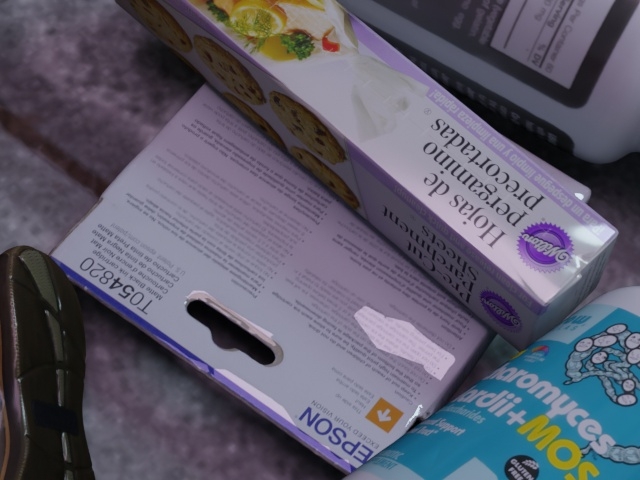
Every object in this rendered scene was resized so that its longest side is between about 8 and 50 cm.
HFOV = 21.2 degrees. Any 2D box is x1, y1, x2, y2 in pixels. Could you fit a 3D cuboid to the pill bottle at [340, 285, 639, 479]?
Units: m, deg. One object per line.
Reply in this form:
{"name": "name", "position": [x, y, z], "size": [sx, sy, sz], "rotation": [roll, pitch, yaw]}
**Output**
{"name": "pill bottle", "position": [0.133, 0.119, 0.843], "size": [0.264, 0.146, 0.146], "rotation": [-33, 69, -21]}

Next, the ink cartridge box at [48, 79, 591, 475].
{"name": "ink cartridge box", "position": [0.000, 0.000, 0.955], "size": [0.223, 0.045, 0.224], "rotation": [34, 65, 15]}

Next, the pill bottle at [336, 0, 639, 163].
{"name": "pill bottle", "position": [0.137, -0.144, 0.980], "size": [0.283, 0.161, 0.161], "rotation": [30, 63, 11]}

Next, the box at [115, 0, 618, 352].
{"name": "box", "position": [0.016, -0.072, 0.931], "size": [0.324, 0.067, 0.063], "rotation": [42, 68, 17]}

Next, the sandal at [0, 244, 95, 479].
{"name": "sandal", "position": [-0.159, 0.109, 0.863], "size": [0.060, 0.090, 0.219], "rotation": [-14, 69, 20]}
